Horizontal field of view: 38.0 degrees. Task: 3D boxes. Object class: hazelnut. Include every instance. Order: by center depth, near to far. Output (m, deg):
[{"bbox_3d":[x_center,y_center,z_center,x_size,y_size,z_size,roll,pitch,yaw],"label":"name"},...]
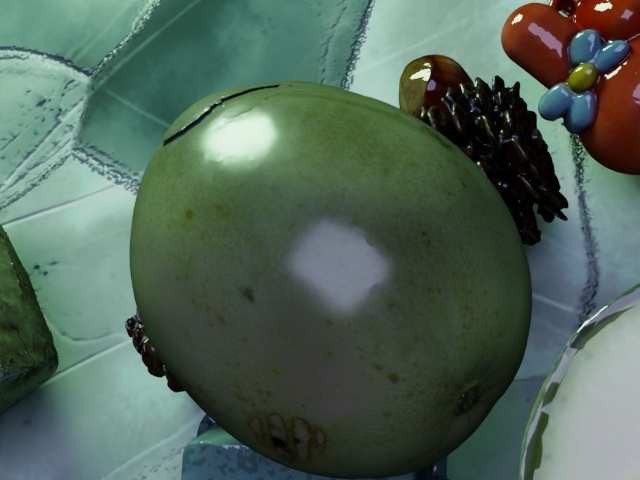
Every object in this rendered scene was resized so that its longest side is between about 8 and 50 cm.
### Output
[{"bbox_3d":[0.115,-0.141,0.905,0.086,0.086,0.086,-4,70,10],"label":"hazelnut"}]

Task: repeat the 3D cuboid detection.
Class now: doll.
[{"bbox_3d":[0.298,-0.131,0.832,0.290,0.130,0.161,40,86,7],"label":"doll"}]

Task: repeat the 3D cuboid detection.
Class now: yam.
[{"bbox_3d":[-0.345,0.067,0.881,0.154,0.154,0.254,-31,63,-1],"label":"yam"}]

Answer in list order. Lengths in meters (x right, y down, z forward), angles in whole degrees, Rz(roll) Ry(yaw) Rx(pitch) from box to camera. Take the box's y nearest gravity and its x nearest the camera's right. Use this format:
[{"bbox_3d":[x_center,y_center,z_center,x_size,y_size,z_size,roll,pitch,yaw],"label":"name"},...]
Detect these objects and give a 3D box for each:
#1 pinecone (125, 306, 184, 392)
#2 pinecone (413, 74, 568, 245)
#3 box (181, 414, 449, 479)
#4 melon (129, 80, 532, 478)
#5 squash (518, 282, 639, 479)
[{"bbox_3d":[-0.110,0.074,0.847,0.120,0.140,0.140,-1,66,47],"label":"pinecone"},{"bbox_3d":[0.125,-0.052,0.829,0.165,0.163,0.163,-24,66,27],"label":"pinecone"},{"bbox_3d":[-0.011,0.226,0.765,0.226,0.130,0.162,2,86,12],"label":"box"},{"bbox_3d":[-0.003,0.022,0.685,0.268,0.268,0.330,-46,49,-7],"label":"melon"},{"bbox_3d":[0.261,0.184,0.594,0.262,0.384,0.263,-4,71,12],"label":"squash"}]
